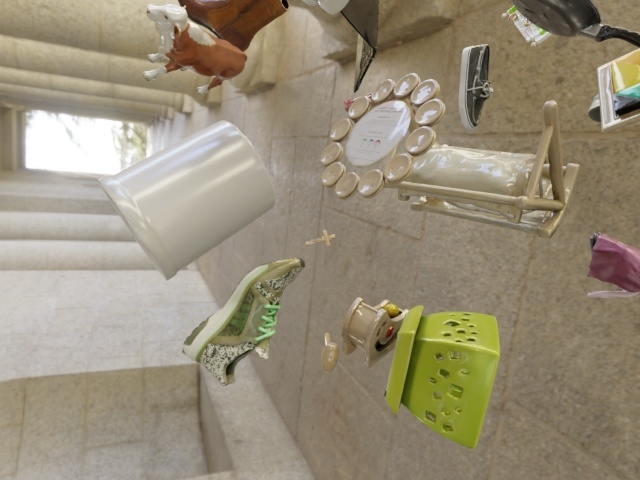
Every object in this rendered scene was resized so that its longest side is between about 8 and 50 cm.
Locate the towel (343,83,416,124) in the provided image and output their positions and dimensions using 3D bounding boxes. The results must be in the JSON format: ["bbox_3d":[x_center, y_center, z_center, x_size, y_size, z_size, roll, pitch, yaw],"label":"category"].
[{"bbox_3d":[0.242,-0.503,1.771,0.329,0.237,0.037,19,-120,-71],"label":"towel"}]

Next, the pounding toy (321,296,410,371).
[{"bbox_3d":[0.094,0.196,1.093,0.155,0.269,0.154,24,113,31],"label":"pounding toy"}]

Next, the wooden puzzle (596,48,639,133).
[{"bbox_3d":[0.677,-0.340,0.913,0.221,0.044,0.238,-20,39,46],"label":"wooden puzzle"}]

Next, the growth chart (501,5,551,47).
[{"bbox_3d":[0.751,-0.778,1.564,0.172,0.021,0.237,-42,49,32],"label":"growth chart"}]

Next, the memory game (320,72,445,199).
[{"bbox_3d":[0.071,-0.130,0.566,0.186,0.012,0.186,-27,46,32],"label":"memory game"}]

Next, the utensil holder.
[{"bbox_3d":[-0.369,-0.124,1.314,0.327,0.385,0.327,47,159,24],"label":"utensil holder"}]

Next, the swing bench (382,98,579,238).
[{"bbox_3d":[0.266,-0.111,0.770,0.253,0.255,0.165,16,85,38],"label":"swing bench"}]

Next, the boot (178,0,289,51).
[{"bbox_3d":[-0.252,-0.675,1.256,0.280,0.096,0.264,-21,108,45],"label":"boot"}]

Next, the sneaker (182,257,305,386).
[{"bbox_3d":[-0.163,0.216,1.181,0.410,0.158,0.182,-47,69,10],"label":"sneaker"}]

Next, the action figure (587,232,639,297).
[{"bbox_3d":[0.926,0.108,1.251,0.370,0.248,0.275,35,120,56],"label":"action figure"}]

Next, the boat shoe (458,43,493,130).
[{"bbox_3d":[0.594,-0.573,1.708,0.105,0.113,0.306,8,99,43],"label":"boat shoe"}]

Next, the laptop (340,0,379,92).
[{"bbox_3d":[0.082,-0.582,1.213,0.264,0.137,0.234,127,151,-66],"label":"laptop"}]

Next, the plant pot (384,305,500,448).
[{"bbox_3d":[0.268,0.281,1.019,0.228,0.207,0.227,-30,-49,-70],"label":"plant pot"}]

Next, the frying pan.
[{"bbox_3d":[0.496,-0.418,0.878,0.053,0.326,0.197,-54,2,18],"label":"frying pan"}]

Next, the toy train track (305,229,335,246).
[{"bbox_3d":[0.000,0.000,1.239,0.014,0.083,0.048,66,-171,-71],"label":"toy train track"}]

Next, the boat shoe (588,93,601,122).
[{"bbox_3d":[1.081,-0.505,1.541,0.320,0.118,0.103,-19,45,60],"label":"boat shoe"}]

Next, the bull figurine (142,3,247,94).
[{"bbox_3d":[-0.308,-0.445,1.084,0.188,0.310,0.101,-18,82,27],"label":"bull figurine"}]

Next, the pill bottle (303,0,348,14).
[{"bbox_3d":[-0.027,-0.601,1.006,0.208,0.117,0.117,44,139,12],"label":"pill bottle"}]
